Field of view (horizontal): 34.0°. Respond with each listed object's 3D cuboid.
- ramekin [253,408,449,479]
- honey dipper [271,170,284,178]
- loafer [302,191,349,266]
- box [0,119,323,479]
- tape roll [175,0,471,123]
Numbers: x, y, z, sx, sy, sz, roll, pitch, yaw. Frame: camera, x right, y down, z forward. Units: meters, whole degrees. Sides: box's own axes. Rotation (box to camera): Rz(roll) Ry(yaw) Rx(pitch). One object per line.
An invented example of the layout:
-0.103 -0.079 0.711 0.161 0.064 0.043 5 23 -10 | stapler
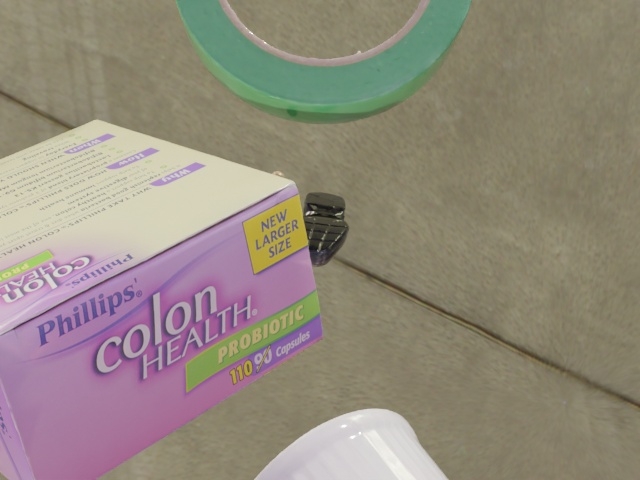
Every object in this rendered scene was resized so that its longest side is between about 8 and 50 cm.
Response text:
0.036 0.341 1.193 0.277 0.277 0.135 -48 50 2 | ramekin
-0.059 -0.026 1.284 0.030 0.161 0.030 4 47 -4 | honey dipper
0.000 0.000 1.167 0.062 0.170 0.061 10 111 5 | loafer
-0.161 0.028 0.688 0.243 0.213 0.117 19 129 45 | box
0.002 -0.288 1.116 0.321 0.077 0.321 0 82 -1 | tape roll
